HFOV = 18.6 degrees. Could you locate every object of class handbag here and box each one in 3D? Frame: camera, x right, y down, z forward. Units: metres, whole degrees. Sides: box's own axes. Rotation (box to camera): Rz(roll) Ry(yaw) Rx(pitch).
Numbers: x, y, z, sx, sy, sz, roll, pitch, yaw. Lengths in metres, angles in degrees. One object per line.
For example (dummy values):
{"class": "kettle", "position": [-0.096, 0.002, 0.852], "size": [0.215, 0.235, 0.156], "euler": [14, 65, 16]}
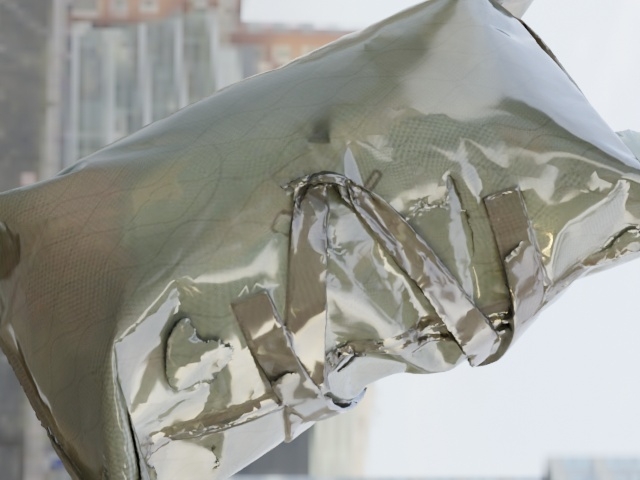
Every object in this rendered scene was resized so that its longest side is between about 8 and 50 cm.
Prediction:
{"class": "handbag", "position": [0.000, 0.000, 0.703], "size": [0.182, 0.270, 0.117], "euler": [58, -13, 39]}
